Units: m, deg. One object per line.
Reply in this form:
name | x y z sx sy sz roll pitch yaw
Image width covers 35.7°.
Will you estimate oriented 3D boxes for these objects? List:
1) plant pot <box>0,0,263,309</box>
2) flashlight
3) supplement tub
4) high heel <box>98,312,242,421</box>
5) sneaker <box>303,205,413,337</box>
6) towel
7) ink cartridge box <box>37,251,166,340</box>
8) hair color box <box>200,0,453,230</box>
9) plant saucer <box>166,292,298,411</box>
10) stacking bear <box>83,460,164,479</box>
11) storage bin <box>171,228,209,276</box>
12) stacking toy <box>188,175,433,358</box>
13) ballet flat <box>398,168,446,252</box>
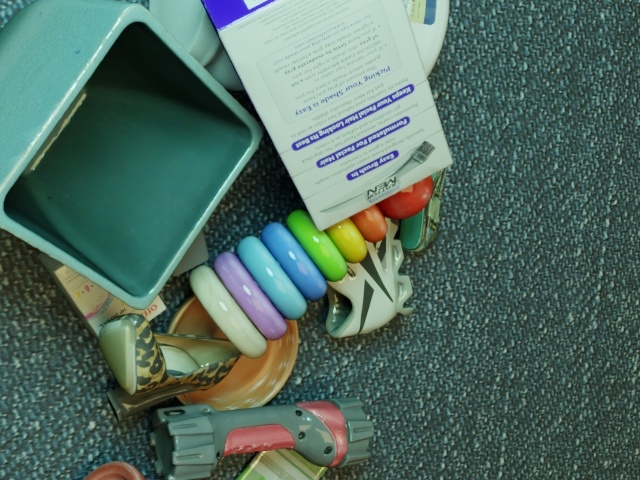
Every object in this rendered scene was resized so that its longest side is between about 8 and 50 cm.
plant pot | -0.268 -0.117 1.086 0.248 0.252 0.247 -56 141 -7
flashlight | -0.075 0.274 1.347 0.304 0.103 0.103 -1 112 -35
supplement tub | -0.028 -0.288 1.211 0.316 0.228 0.228 3 100 -30
high heel | -0.166 0.121 1.197 0.186 0.261 0.093 -23 68 -23
sneaker | 0.027 -0.012 1.365 0.146 0.122 0.330 -25 112 -25
towel | -0.042 0.322 1.464 0.152 0.023 0.113 -48 117 -10
ink cartridge box | -0.266 0.059 1.234 0.092 0.090 0.143 -37 116 -17
hair color box | 0.014 -0.177 1.092 0.185 0.110 0.339 -27 139 0
plant saucer | -0.125 0.145 1.365 0.200 0.037 0.200 -7 105 -28
stacking bear | -0.192 0.417 1.323 0.289 0.175 0.164 40 47 -40
storage bin | -0.190 -0.022 1.243 0.098 0.135 0.091 -28 125 -22
stacking toy | 0.000 0.000 1.263 0.330 0.141 0.141 -38 117 -4
ballet flat | 0.155 -0.076 1.468 0.070 0.070 0.188 7 99 -30
